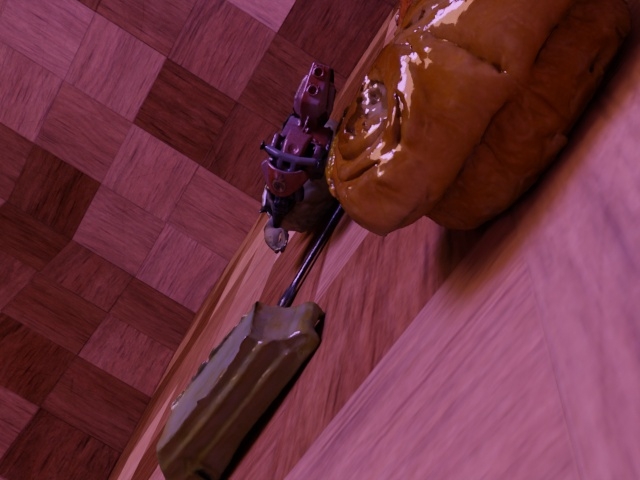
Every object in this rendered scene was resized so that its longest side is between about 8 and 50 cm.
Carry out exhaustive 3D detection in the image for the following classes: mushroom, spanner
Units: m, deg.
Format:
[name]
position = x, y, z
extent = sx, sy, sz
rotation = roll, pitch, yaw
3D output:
[mushroom]
position = -0.026, -0.092, 1.304
extent = 0.344, 0.129, 0.248
rotation = 134, 146, -81
[spanner]
position = 0.000, 0.000, 1.156
extent = 0.255, 0.015, 0.054
rotation = -59, 6, -9

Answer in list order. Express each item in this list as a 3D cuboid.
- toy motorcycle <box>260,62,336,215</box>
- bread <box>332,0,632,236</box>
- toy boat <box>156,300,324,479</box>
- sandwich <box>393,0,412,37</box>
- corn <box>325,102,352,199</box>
[toy motorcycle]
position = -0.024, -0.137, 1.064
extent = 0.118, 0.084, 0.213
rotation = 22, -94, -81
[bread]
position = 0.097, -0.107, 0.534
extent = 0.236, 0.120, 0.198
rotation = -56, 9, 11
[toy boat]
position = -0.102, 0.174, 0.860
extent = 0.276, 0.084, 0.111
rotation = -55, 10, 18
[sandwich]
position = 0.142, -0.265, 0.884
extent = 0.159, 0.079, 0.235
rotation = -125, 43, -70
[corn]
position = 0.054, -0.125, 1.073
extent = 0.080, 0.080, 0.238
rotation = -53, 12, 34
